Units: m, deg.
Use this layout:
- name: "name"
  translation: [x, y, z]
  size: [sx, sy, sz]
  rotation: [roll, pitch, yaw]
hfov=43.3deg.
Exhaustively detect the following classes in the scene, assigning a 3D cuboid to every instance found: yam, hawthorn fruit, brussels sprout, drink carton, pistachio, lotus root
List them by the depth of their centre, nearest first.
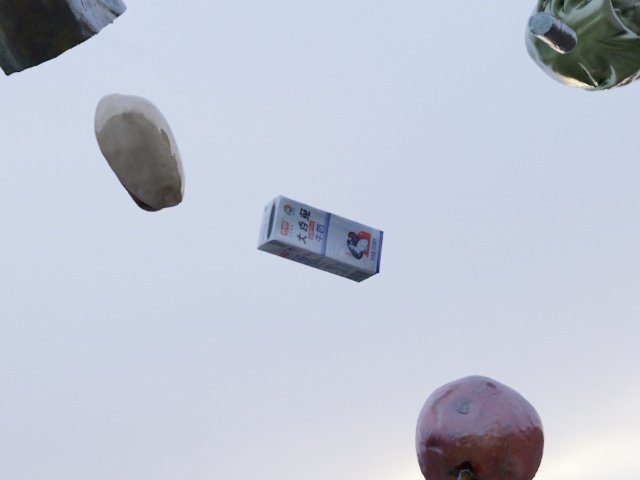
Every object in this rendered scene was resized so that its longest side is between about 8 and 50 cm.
- name: "lotus root"
  translation: [-0.458, -0.451, 1.320]
  size: [0.149, 0.267, 0.260]
  rotation: [-8, -60, 29]
- name: "yam"
  translation: [0.471, -0.421, 1.631]
  size: [0.054, 0.054, 0.132]
  rotation: [-32, -25, 34]
- name: "hawthorn fruit"
  translation: [0.320, 0.420, 1.651]
  size: [0.275, 0.275, 0.299]
  rotation: [-29, 8, 30]
- name: "pistachio"
  translation: [-0.427, -0.208, 1.901]
  size: [0.188, 0.299, 0.187]
  rotation: [-22, 11, 5]
- name: "brussels sprout"
  translation: [0.721, -0.540, 2.053]
  size: [0.425, 0.342, 0.361]
  rotation: [-16, -20, -30]
- name: "drink carton"
  translation: [0.000, 0.000, 2.062]
  size: [0.315, 0.130, 0.107]
  rotation: [18, -26, -24]
